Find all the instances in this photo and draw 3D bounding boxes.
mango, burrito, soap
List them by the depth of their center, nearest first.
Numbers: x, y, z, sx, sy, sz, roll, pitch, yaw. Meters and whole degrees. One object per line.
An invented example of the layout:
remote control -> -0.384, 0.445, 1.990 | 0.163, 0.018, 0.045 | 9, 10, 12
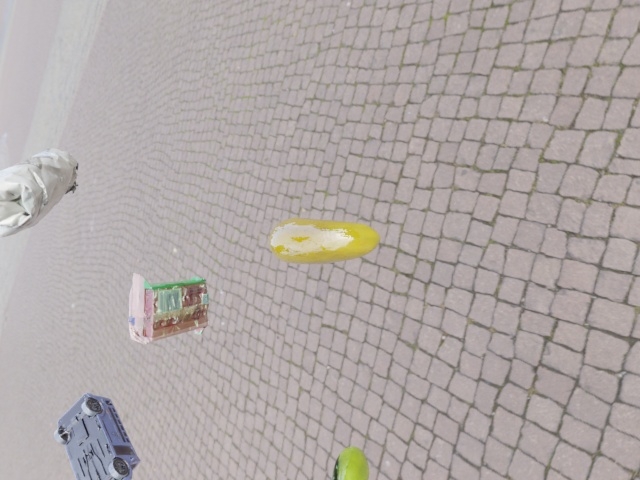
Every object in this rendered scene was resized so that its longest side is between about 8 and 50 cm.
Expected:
burrito -> -0.566, -0.111, 0.827 | 0.139, 0.101, 0.445 | -57, 26, 6
mango -> 0.070, 0.532, 0.922 | 0.074, 0.165, 0.091 | -18, 96, 11
mango -> -0.007, 0.000, 1.193 | 0.331, 0.195, 0.143 | -2, 91, 34
soap -> -0.455, 0.202, 1.264 | 0.097, 0.273, 0.218 | 4, 91, 22

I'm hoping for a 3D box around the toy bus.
toy bus -> -0.582, 0.560, 1.096 | 0.125, 0.133, 0.292 | -46, 58, -3
